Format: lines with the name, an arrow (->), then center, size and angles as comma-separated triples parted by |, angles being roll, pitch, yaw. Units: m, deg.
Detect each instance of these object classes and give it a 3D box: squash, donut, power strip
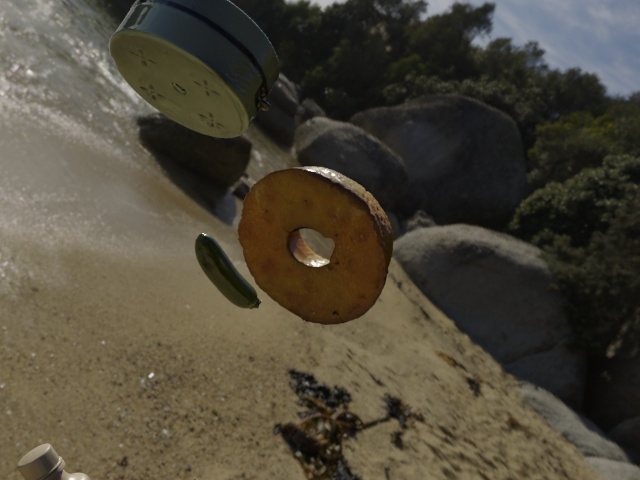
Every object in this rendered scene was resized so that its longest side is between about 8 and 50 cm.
squash -> -0.217, 0.085, 1.513 | 0.258, 0.069, 0.069 | 57, 1, -35
donut -> 0.000, 0.000, 1.185 | 0.303, 0.303, 0.110 | 47, 35, 5
power strip -> -0.257, -0.377, 1.405 | 0.357, 0.161, 0.357 | 24, -19, 9

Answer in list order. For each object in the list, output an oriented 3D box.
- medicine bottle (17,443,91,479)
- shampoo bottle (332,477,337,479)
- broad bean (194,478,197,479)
medicine bottle -> -0.471, 0.499, 1.222 | 0.252, 0.114, 0.114 | 63, 5, -13
shampoo bottle -> 0.128, 0.700, 1.679 | 0.284, 0.071, 0.153 | 33, 28, -1
broad bean -> -0.149, 0.561, 1.097 | 0.067, 0.075, 0.325 | 14, 55, -42
